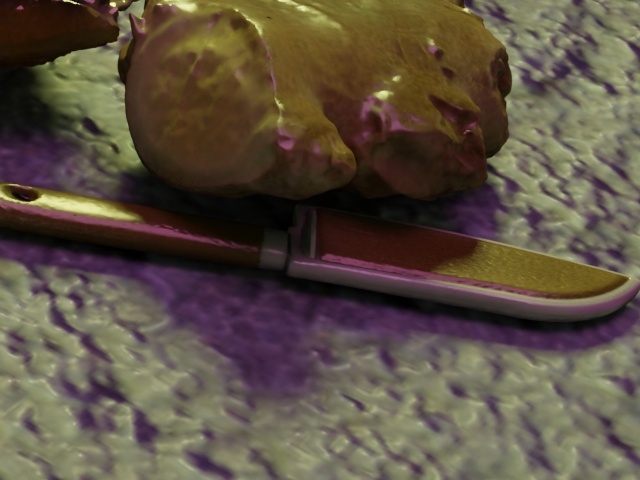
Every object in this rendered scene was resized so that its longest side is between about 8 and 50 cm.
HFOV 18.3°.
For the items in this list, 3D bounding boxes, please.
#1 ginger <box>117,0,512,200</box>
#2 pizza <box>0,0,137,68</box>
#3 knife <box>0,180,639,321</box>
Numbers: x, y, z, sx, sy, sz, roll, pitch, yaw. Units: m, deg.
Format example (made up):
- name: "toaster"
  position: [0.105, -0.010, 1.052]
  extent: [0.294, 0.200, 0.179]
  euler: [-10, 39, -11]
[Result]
- name: "ginger"
  position: [0.016, -0.062, 0.796]
  extent: [0.137, 0.074, 0.213]
  euler: [44, 31, 23]
- name: "pizza"
  position: [-0.160, -0.117, 0.828]
  extent: [0.185, 0.052, 0.195]
  euler: [1, 32, 2]
- name: "knife"
  position: [0.000, -0.001, 0.745]
  extent: [0.256, 0.022, 0.046]
  euler: [9, 28, -8]
